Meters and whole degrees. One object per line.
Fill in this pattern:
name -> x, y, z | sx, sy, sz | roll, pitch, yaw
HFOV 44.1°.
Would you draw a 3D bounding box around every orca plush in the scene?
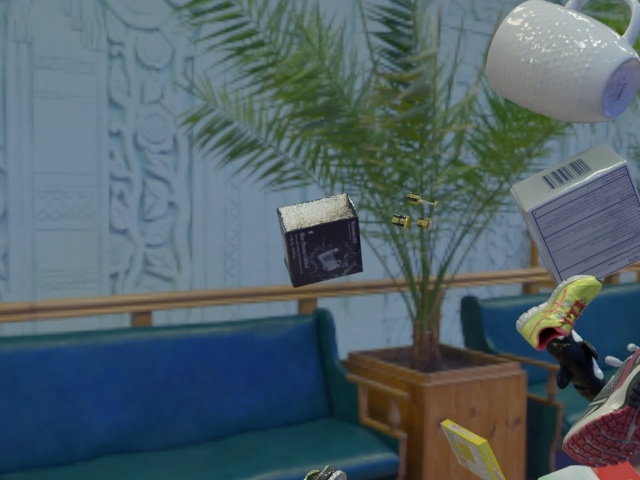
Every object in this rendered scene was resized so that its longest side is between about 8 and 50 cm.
orca plush -> 0.586, 0.321, 1.843 | 0.102, 0.287, 0.151 | -32, 14, -17

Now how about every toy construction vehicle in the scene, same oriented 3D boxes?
toy construction vehicle -> 0.219, -0.065, 1.842 | 0.098, 0.086, 0.035 | 17, 10, 15

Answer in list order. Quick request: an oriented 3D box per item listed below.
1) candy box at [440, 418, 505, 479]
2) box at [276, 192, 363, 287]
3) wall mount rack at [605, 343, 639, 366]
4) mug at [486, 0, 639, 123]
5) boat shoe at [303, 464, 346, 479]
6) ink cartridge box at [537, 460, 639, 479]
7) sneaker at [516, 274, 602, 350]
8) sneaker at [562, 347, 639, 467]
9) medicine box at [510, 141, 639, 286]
candy box -> 0.319, 0.446, 1.663 | 0.027, 0.105, 0.206 | -29, 6, -12
box -> 0.000, 0.000, 1.666 | 0.158, 0.156, 0.093 | -13, 40, -7
wall mount rack -> 0.781, 0.203, 1.791 | 0.130, 0.350, 0.304 | 35, 16, 23
mug -> 0.674, -0.492, 2.059 | 0.276, 0.374, 0.328 | 23, 11, -49
boat shoe -> -0.008, 0.465, 1.451 | 0.081, 0.228, 0.068 | -35, 64, -31
ink cartridge box -> 0.600, 0.548, 1.663 | 0.224, 0.056, 0.181 | -19, 39, -10
sneaker -> 0.518, 0.159, 1.675 | 0.081, 0.208, 0.094 | 31, 26, -30
sneaker -> 0.578, 0.313, 1.496 | 0.121, 0.299, 0.112 | 34, 23, -9
medicine box -> 0.667, -0.052, 2.001 | 0.263, 0.289, 0.149 | -27, 26, 9
